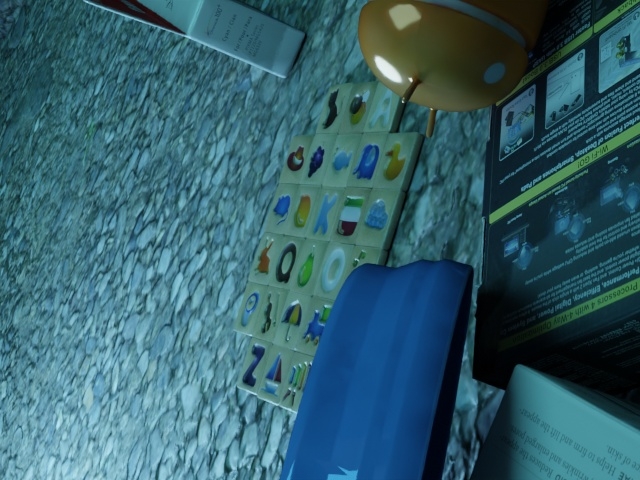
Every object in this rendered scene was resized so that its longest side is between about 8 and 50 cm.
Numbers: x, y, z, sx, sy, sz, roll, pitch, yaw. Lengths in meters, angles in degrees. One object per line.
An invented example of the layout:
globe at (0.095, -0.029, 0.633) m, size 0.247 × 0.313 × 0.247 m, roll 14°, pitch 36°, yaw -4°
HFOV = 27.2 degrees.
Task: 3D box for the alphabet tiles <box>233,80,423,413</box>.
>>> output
alphabet tiles at (0.000, 0.000, 1.345) m, size 0.285 × 0.011 × 0.343 m, roll 7°, pitch 79°, yaw 65°

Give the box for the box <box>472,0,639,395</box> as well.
box at (0.250, -0.098, 0.812) m, size 0.395 × 0.097 × 0.318 m, roll -34°, pitch 41°, yaw 51°

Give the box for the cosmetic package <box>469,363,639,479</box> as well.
cosmetic package at (0.165, 0.188, 0.711) m, size 0.151 × 0.151 × 0.184 m, roll 28°, pitch 99°, yaw 64°

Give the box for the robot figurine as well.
robot figurine at (0.102, -0.185, 0.928) m, size 0.158 × 0.128 × 0.220 m, roll 5°, pitch 74°, yaw 64°

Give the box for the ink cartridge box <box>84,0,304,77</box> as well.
ink cartridge box at (-0.187, -0.297, 1.638) m, size 0.066 × 0.261 × 0.296 m, roll -67°, pitch 26°, yaw 9°

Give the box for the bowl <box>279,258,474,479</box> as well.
bowl at (0.024, 0.200, 0.833) m, size 0.391 × 0.077 × 0.391 m, roll 10°, pitch -90°, yaw -81°
